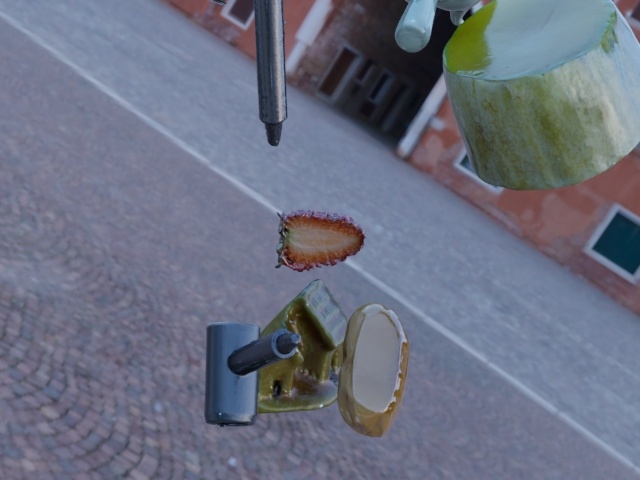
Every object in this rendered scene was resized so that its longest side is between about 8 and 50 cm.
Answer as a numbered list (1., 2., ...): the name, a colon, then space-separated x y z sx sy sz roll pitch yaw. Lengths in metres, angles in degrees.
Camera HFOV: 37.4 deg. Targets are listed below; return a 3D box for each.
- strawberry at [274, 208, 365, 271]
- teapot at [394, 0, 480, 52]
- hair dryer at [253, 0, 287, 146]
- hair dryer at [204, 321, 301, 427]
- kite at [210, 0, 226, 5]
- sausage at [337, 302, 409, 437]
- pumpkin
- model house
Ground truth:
1. strawberry: -0.001 -0.003 2.187 0.208 0.167 0.087 7 29 2
2. teapot: 0.174 -0.451 1.565 0.220 0.149 0.318 54 30 -3
3. hair dryer: -0.071 -0.218 1.029 0.114 0.248 0.070 -16 32 -29
4. hair dryer: -0.078 0.151 1.115 0.070 0.128 0.255 7 -15 -21
5. kite: -0.204 -0.466 1.592 0.010 0.160 0.183 -101 171 -45
6. sausage: 0.095 0.227 1.682 0.120 0.241 0.136 8 -19 1
7. pumpkin: 0.341 -0.253 1.461 0.332 0.332 0.199 44 -8 50
8. model house: -0.034 0.213 1.929 0.173 0.239 0.268 14 19 17
